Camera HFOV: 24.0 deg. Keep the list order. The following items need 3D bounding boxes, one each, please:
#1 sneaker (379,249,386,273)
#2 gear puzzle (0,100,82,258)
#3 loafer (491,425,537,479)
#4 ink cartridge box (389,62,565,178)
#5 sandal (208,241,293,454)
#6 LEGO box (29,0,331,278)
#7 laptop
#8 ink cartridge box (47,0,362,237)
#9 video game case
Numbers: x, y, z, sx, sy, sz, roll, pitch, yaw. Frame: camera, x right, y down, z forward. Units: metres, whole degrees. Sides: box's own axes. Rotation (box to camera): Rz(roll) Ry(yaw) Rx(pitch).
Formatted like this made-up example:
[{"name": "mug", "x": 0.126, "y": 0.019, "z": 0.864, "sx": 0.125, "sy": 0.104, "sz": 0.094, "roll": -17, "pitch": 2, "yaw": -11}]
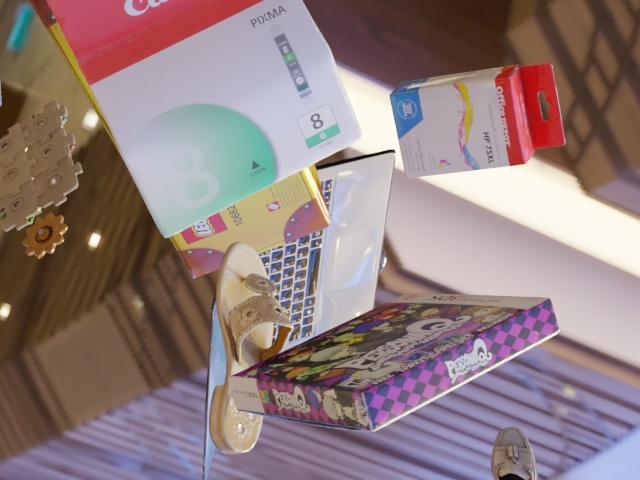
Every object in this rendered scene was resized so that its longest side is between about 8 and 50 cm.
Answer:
[{"name": "sneaker", "x": 0.000, "y": 0.000, "z": 2.691, "sx": 0.286, "sy": 0.109, "sz": 0.130, "roll": 9, "pitch": -128, "yaw": 34}, {"name": "gear puzzle", "x": -0.485, "y": -0.095, "z": 2.624, "sx": 0.175, "sy": 0.044, "sz": 0.339, "roll": -31, "pitch": -134, "yaw": 9}, {"name": "loafer", "x": 0.188, "y": 0.238, "z": 1.453, "sx": 0.039, "sy": 0.045, "sz": 0.125, "roll": 80, "pitch": 11, "yaw": -68}, {"name": "ink cartridge box", "x": 0.229, "y": -0.175, "z": 2.198, "sx": 0.078, "sy": 0.231, "sz": 0.134, "roll": -48, "pitch": 128, "yaw": -63}, {"name": "sandal", "x": -0.061, "y": 0.110, "z": 1.624, "sx": 0.079, "sy": 0.088, "sz": 0.240, "roll": -14, "pitch": -119, "yaw": 39}, {"name": "LEGO box", "x": -0.181, "y": -0.262, "z": 1.775, "sx": 0.193, "sy": 0.500, "sz": 0.372, "roll": -21, "pitch": -132, "yaw": 4}, {"name": "laptop", "x": -0.033, "y": 0.114, "z": 2.284, "sx": 0.236, "sy": 0.408, "sz": 0.382, "roll": 54, "pitch": -31, "yaw": 41}, {"name": "ink cartridge box", "x": -0.087, "y": -0.136, "z": 1.150, "sx": 0.181, "sy": 0.224, "sz": 0.056, "roll": -27, "pitch": -146, "yaw": -6}, {"name": "video game case", "x": 0.065, "y": 0.105, "z": 1.379, "sx": 0.210, "sy": 0.232, "sz": 0.042, "roll": -1, "pitch": -72, "yaw": 55}]
